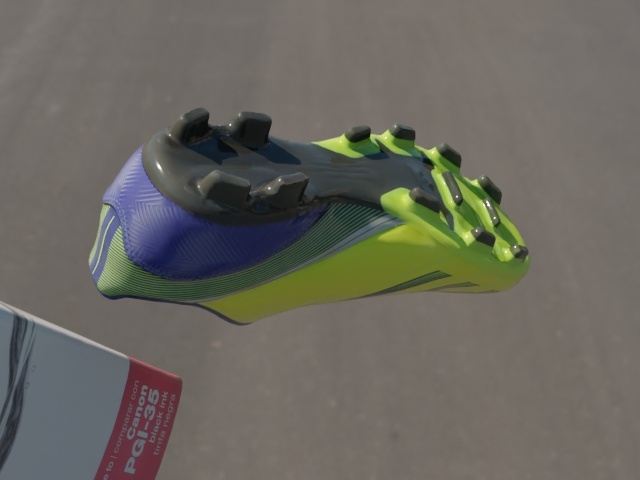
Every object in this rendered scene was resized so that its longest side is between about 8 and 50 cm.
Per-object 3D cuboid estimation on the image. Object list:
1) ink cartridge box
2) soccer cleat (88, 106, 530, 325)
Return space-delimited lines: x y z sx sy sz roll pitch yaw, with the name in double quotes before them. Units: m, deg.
"ink cartridge box" -0.237 0.071 0.860 0.207 0.117 0.283 17 -9 28
"soccer cleat" -0.001 -0.001 0.896 0.289 0.121 0.093 7 43 -42
